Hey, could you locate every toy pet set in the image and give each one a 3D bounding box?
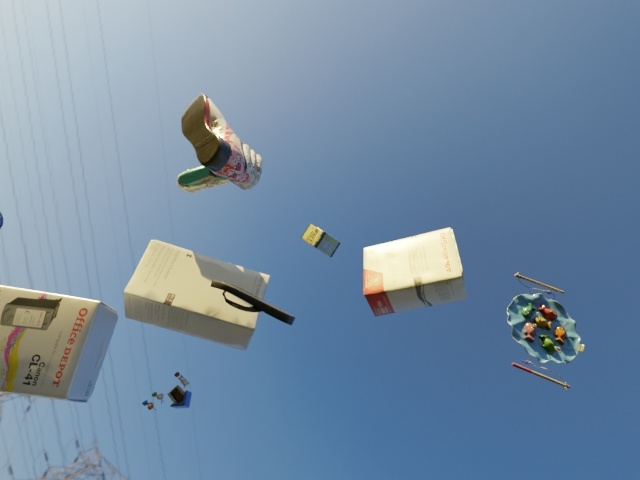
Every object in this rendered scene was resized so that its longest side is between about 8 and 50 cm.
[{"bbox_3d":[-0.422,0.455,1.164,0.065,0.122,0.114,40,-21,23],"label":"toy pet set"}]

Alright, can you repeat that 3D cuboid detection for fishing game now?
[{"bbox_3d":[0.542,0.207,0.972,0.189,0.264,0.041,23,-34,3],"label":"fishing game"}]

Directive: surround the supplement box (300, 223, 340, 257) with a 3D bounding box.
[{"bbox_3d":[0.000,0.000,1.265,0.083,0.083,0.056,31,-92,48],"label":"supplement box"}]

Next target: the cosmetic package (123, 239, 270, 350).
[{"bbox_3d":[-0.372,0.171,1.256,0.384,0.217,0.156,16,-43,-9],"label":"cosmetic package"}]

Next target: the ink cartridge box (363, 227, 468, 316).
[{"bbox_3d":[0.135,0.046,0.589,0.135,0.099,0.056,-14,-51,18],"label":"ink cartridge box"}]

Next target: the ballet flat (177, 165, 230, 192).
[{"bbox_3d":[-0.361,-0.219,1.373,0.077,0.240,0.091,106,-30,-72],"label":"ballet flat"}]

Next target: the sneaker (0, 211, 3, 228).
[{"bbox_3d":[-0.765,-0.058,0.748,0.130,0.296,0.112,0,-101,44],"label":"sneaker"}]

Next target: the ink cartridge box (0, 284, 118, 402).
[{"bbox_3d":[-0.672,0.233,0.935,0.305,0.131,0.226,9,-113,-3],"label":"ink cartridge box"}]

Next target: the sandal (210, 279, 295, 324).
[{"bbox_3d":[-0.193,0.176,1.105,0.254,0.097,0.055,26,-97,6],"label":"sandal"}]

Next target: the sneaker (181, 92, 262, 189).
[{"bbox_3d":[-0.221,-0.219,0.919,0.090,0.145,0.270,-43,-131,14],"label":"sneaker"}]
